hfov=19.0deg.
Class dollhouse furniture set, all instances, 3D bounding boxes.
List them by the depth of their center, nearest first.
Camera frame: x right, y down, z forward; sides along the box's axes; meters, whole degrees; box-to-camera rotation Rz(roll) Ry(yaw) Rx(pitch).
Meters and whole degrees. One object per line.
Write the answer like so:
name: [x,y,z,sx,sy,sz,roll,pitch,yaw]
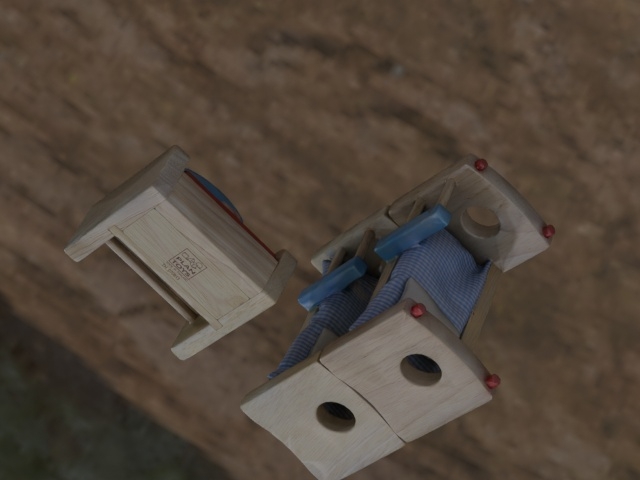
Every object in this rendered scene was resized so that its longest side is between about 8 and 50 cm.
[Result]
dollhouse furniture set: [0.000,0.000,0.952,0.184,0.129,0.129,44,131,-16]
